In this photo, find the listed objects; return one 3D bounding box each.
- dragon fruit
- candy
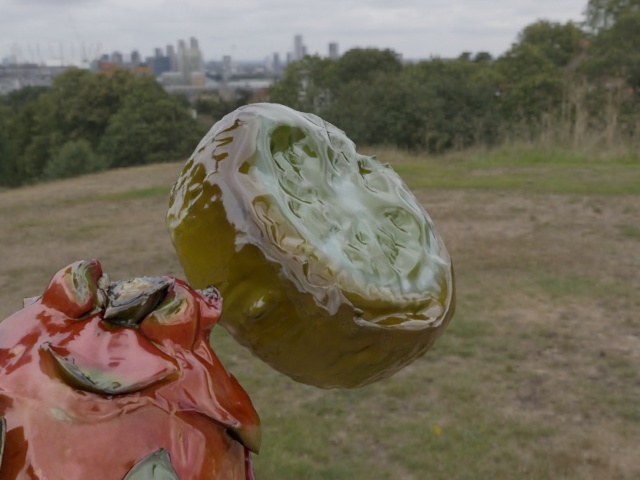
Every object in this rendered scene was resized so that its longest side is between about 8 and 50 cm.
[{"bbox_3d":[-0.141,0.134,0.505,0.224,0.227,0.224,-5,-18,-2],"label":"dragon fruit"},{"bbox_3d":[0.000,0.000,0.700,0.260,0.260,0.118,-16,-24,-52],"label":"candy"}]
